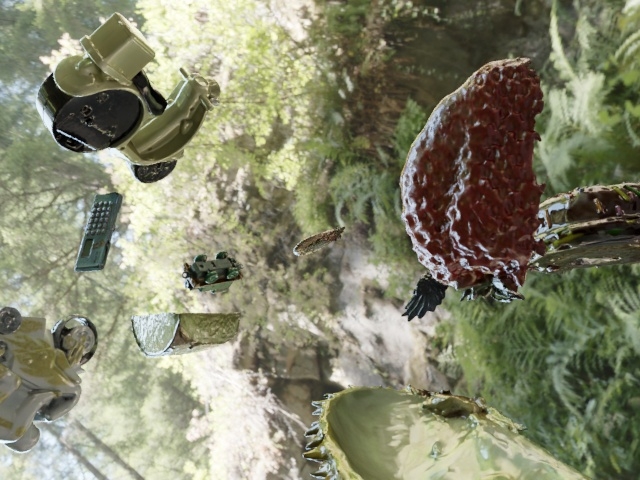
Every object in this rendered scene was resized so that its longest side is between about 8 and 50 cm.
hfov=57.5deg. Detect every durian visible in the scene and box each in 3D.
[{"bbox_3d":[0.078,0.159,0.317,0.139,0.252,0.144,-20,-79,-14],"label":"durian"}]

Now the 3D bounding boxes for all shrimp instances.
[{"bbox_3d":[0.000,0.000,1.780,0.184,0.043,0.091,-23,-24,-24],"label":"shrimp"}]

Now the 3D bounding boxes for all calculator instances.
[{"bbox_3d":[-0.401,-0.019,1.059,0.018,0.057,0.171,74,-166,-54],"label":"calculator"}]

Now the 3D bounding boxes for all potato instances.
[{"bbox_3d":[-0.320,0.239,1.517,0.255,0.270,0.111,4,-98,-39],"label":"potato"}]

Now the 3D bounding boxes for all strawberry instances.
[{"bbox_3d":[0.137,-0.049,0.582,0.107,0.175,0.235,-7,-88,-11],"label":"strawberry"}]

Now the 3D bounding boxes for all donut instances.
[{"bbox_3d":[0.394,-0.016,0.834,0.216,0.230,0.095,18,-114,-47],"label":"donut"}]

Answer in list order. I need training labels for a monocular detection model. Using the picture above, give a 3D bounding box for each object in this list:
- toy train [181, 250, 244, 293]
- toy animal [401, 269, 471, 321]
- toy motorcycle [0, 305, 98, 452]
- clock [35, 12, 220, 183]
[{"bbox_3d":[-0.338,0.109,1.815,0.228,0.091,0.136,-10,-36,-44],"label":"toy train"},{"bbox_3d":[0.179,0.030,0.771,0.220,0.108,0.062,-53,-1,-28],"label":"toy animal"},{"bbox_3d":[-0.323,0.145,0.600,0.229,0.074,0.151,12,-106,-62],"label":"toy motorcycle"},{"bbox_3d":[-0.342,-0.246,1.116,0.276,0.120,0.379,-40,-16,9],"label":"clock"}]
